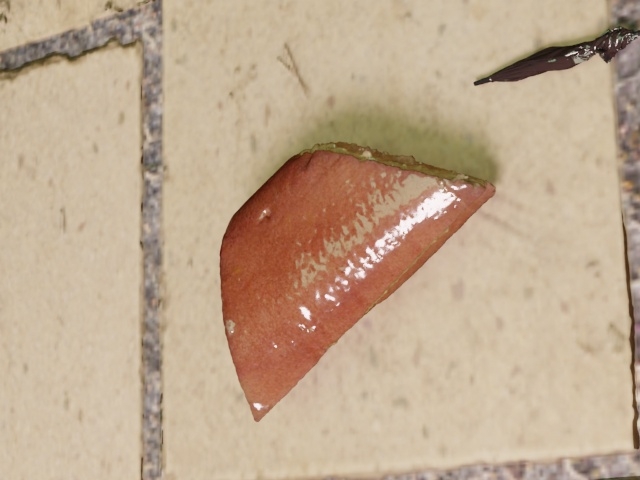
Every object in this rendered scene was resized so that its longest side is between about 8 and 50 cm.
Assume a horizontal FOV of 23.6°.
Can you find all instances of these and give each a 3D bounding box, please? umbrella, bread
[{"bbox_3d":[0.136,-0.101,0.830,0.122,0.013,0.022,-20,57,31],"label":"umbrella"},{"bbox_3d":[0.000,0.000,0.870,0.192,0.067,0.119,-47,58,18],"label":"bread"}]
